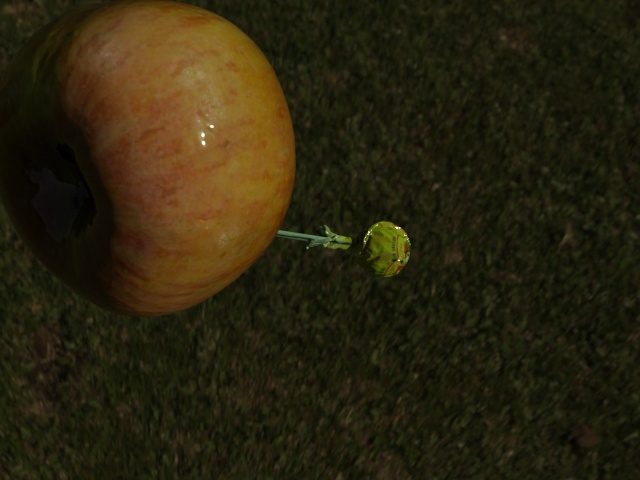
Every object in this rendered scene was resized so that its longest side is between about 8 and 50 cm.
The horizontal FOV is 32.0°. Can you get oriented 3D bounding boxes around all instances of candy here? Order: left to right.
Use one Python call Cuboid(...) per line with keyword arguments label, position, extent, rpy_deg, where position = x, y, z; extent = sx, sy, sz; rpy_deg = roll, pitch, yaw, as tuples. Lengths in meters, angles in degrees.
Cuboid(label="candy", position=(0.000, -0.002, 1.597), extent=(0.262, 0.073, 0.077), rpy_deg=(9, 78, -6))

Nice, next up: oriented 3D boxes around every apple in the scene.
Cuboid(label="apple", position=(-0.212, -0.115, 1.409), extent=(0.400, 0.400, 0.333), rpy_deg=(42, 42, 13))
